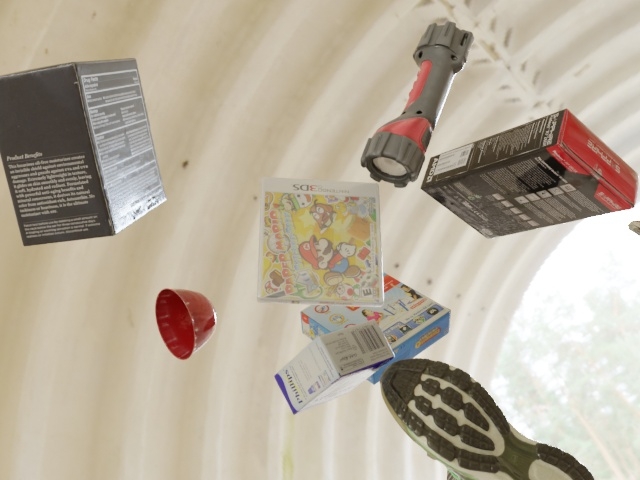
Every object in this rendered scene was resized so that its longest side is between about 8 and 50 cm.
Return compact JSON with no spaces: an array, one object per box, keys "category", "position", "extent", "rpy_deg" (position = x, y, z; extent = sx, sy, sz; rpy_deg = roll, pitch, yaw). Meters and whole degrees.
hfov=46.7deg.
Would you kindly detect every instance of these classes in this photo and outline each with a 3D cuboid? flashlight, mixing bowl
[{"category":"flashlight","position":[0.164,-0.239,1.273],"extent":[0.103,0.304,0.103],"rpy_deg":[27,-24,-13]},{"category":"mixing bowl","position":[-0.321,0.193,1.833],"extent":[0.098,0.181,0.181],"rpy_deg":[-17,-33,-40]}]

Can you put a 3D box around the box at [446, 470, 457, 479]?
[{"category":"box","position":[0.348,0.508,1.678],"extent":[0.113,0.275,0.094],"rpy_deg":[-6,-42,19]}]

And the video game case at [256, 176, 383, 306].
[{"category":"video game case","position":[0.000,0.000,1.247],"extent":[0.206,0.227,0.026],"rpy_deg":[3,-25,-6]}]

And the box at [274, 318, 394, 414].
[{"category":"box","position":[0.021,0.194,1.142],"extent":[0.126,0.072,0.137],"rpy_deg":[-10,-26,-43]}]

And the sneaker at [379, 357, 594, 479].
[{"category":"sneaker","position":[0.248,0.364,1.236],"extent":[0.158,0.410,0.182],"rpy_deg":[-50,-2,-37]}]

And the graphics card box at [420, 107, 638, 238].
[{"category":"graphics card box","position":[0.412,-0.119,1.504],"extent":[0.233,0.094,0.371],"rpy_deg":[32,-27,-25]}]

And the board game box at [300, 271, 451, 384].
[{"category":"board game box","position":[0.155,0.232,2.113],"extent":[0.308,0.302,0.086],"rpy_deg":[-27,-51,-31]}]

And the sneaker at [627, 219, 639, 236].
[{"category":"sneaker","position":[0.744,0.040,1.600],"extent":[0.088,0.225,0.092],"rpy_deg":[4,-49,-44]}]

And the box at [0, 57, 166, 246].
[{"category":"box","position":[-0.438,-0.174,1.368],"extent":[0.183,0.296,0.294],"rpy_deg":[-6,-76,8]}]
